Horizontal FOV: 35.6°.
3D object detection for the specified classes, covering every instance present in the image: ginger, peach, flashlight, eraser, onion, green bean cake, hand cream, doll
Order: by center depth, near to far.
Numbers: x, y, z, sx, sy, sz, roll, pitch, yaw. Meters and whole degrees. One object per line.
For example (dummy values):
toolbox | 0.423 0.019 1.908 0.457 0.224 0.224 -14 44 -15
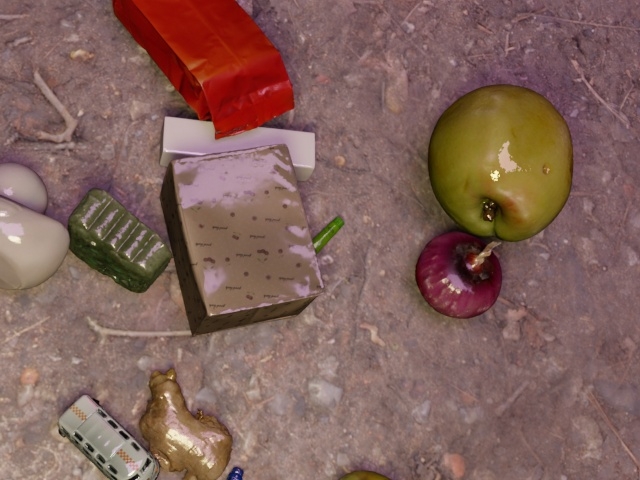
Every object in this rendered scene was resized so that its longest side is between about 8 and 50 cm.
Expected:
doll | -0.542 -0.036 1.748 0.251 0.221 0.221 15 65 25
ginger | -0.253 0.337 1.763 0.137 0.074 0.213 -43 92 -21
flashlight | -0.168 0.462 1.768 0.057 0.035 0.121 16 62 16
green bean cake | -0.361 0.009 1.781 0.185 0.183 0.094 35 68 -5
eraser | -0.163 -0.179 1.957 0.298 0.076 0.078 5 71 -14
onion | 0.273 0.068 1.961 0.177 0.153 0.177 1 82 -7
hand cream | 0.000 0.000 1.973 0.036 0.023 0.122 46 70 -2
peach | 0.354 -0.157 1.984 0.281 0.314 0.316 6 66 2

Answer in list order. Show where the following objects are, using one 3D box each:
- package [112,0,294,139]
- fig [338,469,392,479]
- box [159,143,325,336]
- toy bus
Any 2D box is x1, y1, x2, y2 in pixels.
package | -0.237 -0.394 1.944 0.196 0.123 0.423 -29 70 -23
fig | 0.082 0.482 1.789 0.153 0.120 0.136 45 59 -24
box | -0.152 0.004 1.840 0.225 0.190 0.297 -10 74 -18
toy bus | -0.362 0.348 1.701 0.194 0.089 0.087 40 69 16
